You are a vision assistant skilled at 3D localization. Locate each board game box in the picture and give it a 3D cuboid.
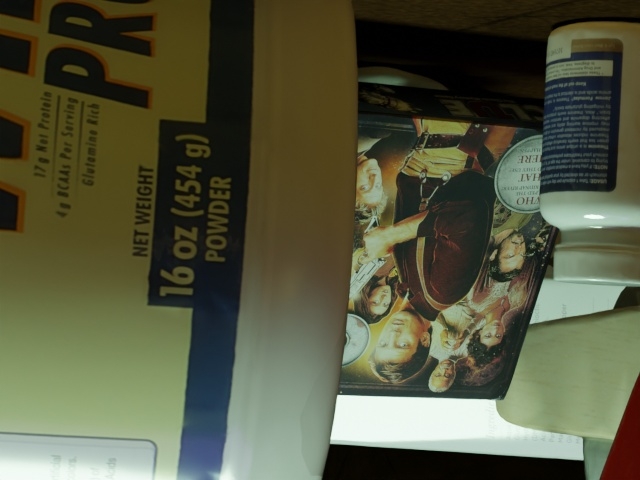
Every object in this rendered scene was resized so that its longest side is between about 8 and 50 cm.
[{"bbox_3d":[0.000,0.000,0.923,0.243,0.165,0.042,3,-152,-20],"label":"board game box"}]

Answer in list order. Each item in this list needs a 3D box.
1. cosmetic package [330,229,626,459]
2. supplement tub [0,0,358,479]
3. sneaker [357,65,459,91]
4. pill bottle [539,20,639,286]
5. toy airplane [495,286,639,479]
[{"bbox_3d":[0.096,0.038,1.328,0.384,0.156,0.217,3,-152,7],"label":"cosmetic package"},{"bbox_3d":[-0.161,-0.011,0.642,0.324,0.236,0.235,3,177,-7],"label":"supplement tub"},{"bbox_3d":[0.051,-0.031,1.080,0.127,0.126,0.321,-5,175,45],"label":"sneaker"},{"bbox_3d":[0.138,-0.039,0.860,0.067,0.120,0.067,3,177,0],"label":"pill bottle"},{"bbox_3d":[0.252,0.092,0.936,0.272,0.384,0.386,29,-151,-26],"label":"toy airplane"}]
